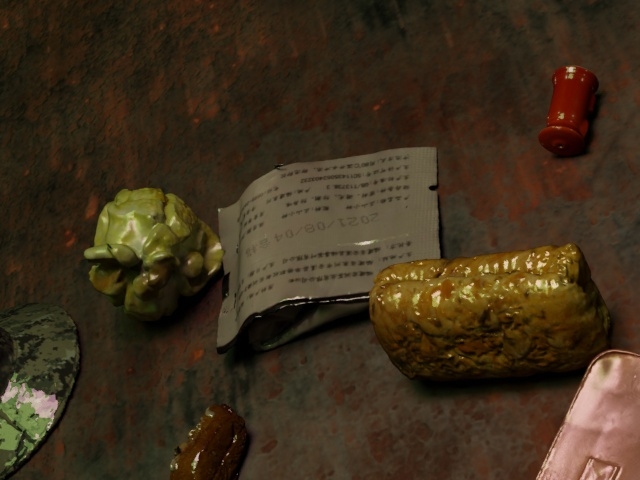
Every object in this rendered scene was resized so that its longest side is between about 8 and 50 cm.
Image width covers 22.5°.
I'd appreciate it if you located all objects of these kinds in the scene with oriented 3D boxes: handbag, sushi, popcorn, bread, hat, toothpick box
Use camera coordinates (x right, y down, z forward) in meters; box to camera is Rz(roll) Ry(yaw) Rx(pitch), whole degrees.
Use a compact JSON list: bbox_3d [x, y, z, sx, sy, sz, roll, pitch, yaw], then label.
[{"bbox_3d":[0.284,0.179,1.265,0.212,0.059,0.157,14,64,42],"label":"handbag"},{"bbox_3d":[-0.112,0.208,1.546,0.060,0.061,0.118,-6,31,44],"label":"sushi"},{"bbox_3d":[-0.187,0.012,1.712,0.135,0.162,0.141,60,143,20],"label":"popcorn"},{"bbox_3d":[0.149,0.067,1.429,0.211,0.114,0.083,-10,33,31],"label":"bread"},{"bbox_3d":[-0.402,0.149,1.762,0.265,0.128,0.265,-23,44,24],"label":"hat"},{"bbox_3d":[0.242,-0.125,1.573,0.047,0.047,0.083,-5,53,34],"label":"toothpick box"}]

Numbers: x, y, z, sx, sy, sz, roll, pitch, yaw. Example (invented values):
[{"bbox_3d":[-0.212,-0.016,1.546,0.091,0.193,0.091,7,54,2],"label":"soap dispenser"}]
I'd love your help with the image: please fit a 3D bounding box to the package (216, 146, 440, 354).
[{"bbox_3d":[0.000,0.000,1.637,0.251,0.062,0.204,-18,46,19],"label":"package"}]
